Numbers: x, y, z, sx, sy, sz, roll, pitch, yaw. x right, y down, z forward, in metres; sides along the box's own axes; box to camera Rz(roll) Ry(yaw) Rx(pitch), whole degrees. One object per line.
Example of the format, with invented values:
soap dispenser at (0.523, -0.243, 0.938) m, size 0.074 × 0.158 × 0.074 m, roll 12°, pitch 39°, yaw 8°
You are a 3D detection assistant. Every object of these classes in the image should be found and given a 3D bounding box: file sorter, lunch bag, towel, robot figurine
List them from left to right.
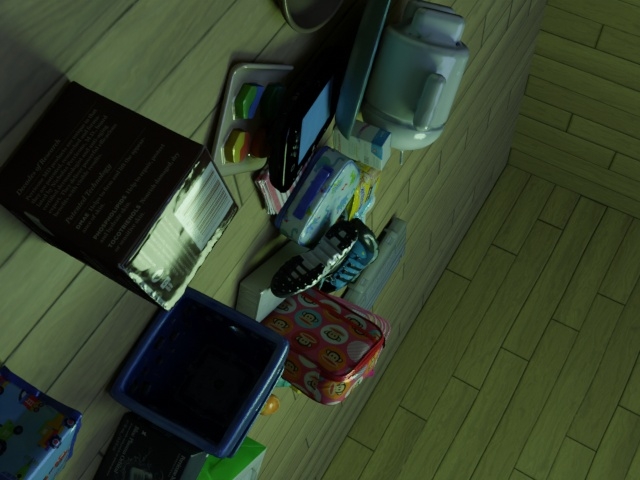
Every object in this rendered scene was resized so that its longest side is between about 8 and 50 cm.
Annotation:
lunch bag at (-0.440, 0.348, 1.069) m, size 0.221 × 0.138 × 0.293 m, roll -54°, pitch 169°, yaw -35°
towel at (-0.066, -0.160, 1.548) m, size 0.197 × 0.029 × 0.144 m, roll -60°, pitch 162°, yaw -20°
lunch bag at (-0.007, 0.219, 1.778) m, size 0.258 × 0.293 × 0.120 m, roll -36°, pitch 149°, yaw -47°
lunch bag at (-0.004, -0.093, 1.685) m, size 0.219 × 0.090 × 0.176 m, roll -58°, pitch 166°, yaw 2°
file sorter at (0.067, 0.269, 2.227) m, size 0.182 × 0.202 × 0.290 m, roll -66°, pitch 162°, yaw -3°
robot figurine at (0.211, -0.356, 1.758) m, size 0.300 × 0.199 × 0.353 m, roll -100°, pitch -156°, yaw -59°

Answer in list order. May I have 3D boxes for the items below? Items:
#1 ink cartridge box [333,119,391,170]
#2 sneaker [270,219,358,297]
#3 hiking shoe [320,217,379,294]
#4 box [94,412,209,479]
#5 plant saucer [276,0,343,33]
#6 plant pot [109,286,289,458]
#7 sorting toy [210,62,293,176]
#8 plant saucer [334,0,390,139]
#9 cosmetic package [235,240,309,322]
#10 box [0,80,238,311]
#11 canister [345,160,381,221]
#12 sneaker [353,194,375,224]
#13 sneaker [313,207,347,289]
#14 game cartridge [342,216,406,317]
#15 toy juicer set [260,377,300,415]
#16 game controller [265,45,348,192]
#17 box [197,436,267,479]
ink cartridge box at (0.095, -0.222, 1.751) m, size 0.052 × 0.122 × 0.088 m, roll -59°, pitch 162°, yaw -26°
sneaker at (-0.012, 0.057, 1.680) m, size 0.234 × 0.078 × 0.106 m, roll -40°, pitch 162°, yaw -21°
hiking shoe at (0.061, 0.058, 1.994) m, size 0.132 × 0.113 × 0.304 m, roll -39°, pitch 164°, yaw -27°
box at (-0.313, 0.422, 1.440) m, size 0.156 × 0.158 × 0.093 m, roll -65°, pitch 162°, yaw 2°
plant saucer at (0.001, -0.480, 1.269) m, size 0.278 × 0.041 × 0.278 m, roll -53°, pitch 160°, yaw -29°
plant pot at (-0.202, 0.252, 1.410) m, size 0.236 × 0.236 × 0.212 m, roll -59°, pitch 167°, yaw -18°
sorting toy at (-0.116, -0.202, 1.325) m, size 0.193 × 0.038 × 0.208 m, roll -24°, pitch 137°, yaw -64°
plant saucer at (0.082, -0.356, 1.530) m, size 0.317 × 0.043 × 0.318 m, roll 17°, pitch 90°, yaw -89°
cosmetic package at (-0.098, 0.085, 1.733) m, size 0.239 × 0.060 × 0.099 m, roll -41°, pitch 153°, yaw -50°
box at (-0.238, -0.049, 0.929) m, size 0.167 × 0.203 × 0.168 m, roll -58°, pitch 161°, yaw -15°
canister at (0.085, -0.131, 1.929) m, size 0.170 × 0.073 × 0.126 m, roll -46°, pitch 155°, yaw -47°
sneaker at (0.084, -0.066, 2.068) m, size 0.073 × 0.063 × 0.162 m, roll 5°, pitch 108°, yaw -52°
sneaker at (0.000, 0.000, 1.869) m, size 0.262 × 0.104 × 0.125 m, roll -66°, pitch 174°, yaw 34°
game cartridge at (0.175, 0.113, 2.541) m, size 0.355 × 0.068 × 0.230 m, roll -56°, pitch 157°, yaw -23°
toy juicer set at (-0.125, 0.350, 2.015) m, size 0.209 × 0.089 × 0.329 m, roll -36°, pitch 156°, yaw -19°
game controller at (-0.020, -0.227, 1.420) m, size 0.319 × 0.067 × 0.166 m, roll -61°, pitch 156°, yaw -45°
box at (-0.271, 0.622, 1.892) m, size 0.262 × 0.126 × 0.231 m, roll -23°, pitch 134°, yaw -65°
